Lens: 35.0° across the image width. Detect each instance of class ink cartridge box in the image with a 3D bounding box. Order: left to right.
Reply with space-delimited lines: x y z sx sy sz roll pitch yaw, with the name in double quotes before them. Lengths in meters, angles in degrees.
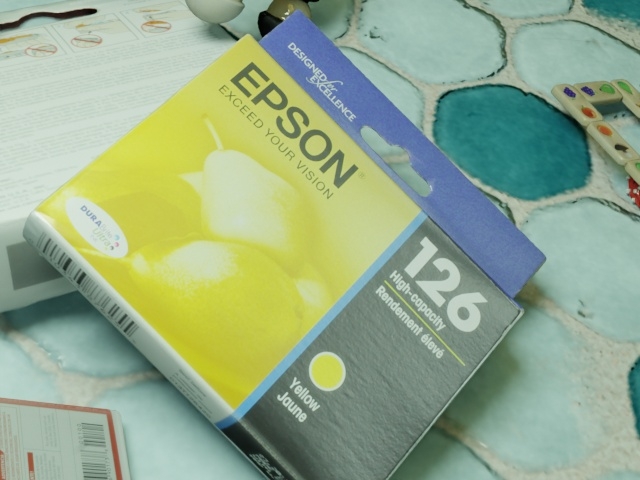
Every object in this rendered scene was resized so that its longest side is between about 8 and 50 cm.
"ink cartridge box" -0.206 -0.110 0.923 0.308 0.091 0.385 -17 39 -24
"ink cartridge box" 0.000 0.000 0.759 0.303 0.072 0.307 44 65 -1

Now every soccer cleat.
"soccer cleat" 0.325 -0.040 0.990 0.035 0.029 0.083 5 51 -21

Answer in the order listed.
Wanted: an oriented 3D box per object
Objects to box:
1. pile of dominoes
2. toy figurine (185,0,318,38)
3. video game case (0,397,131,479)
"pile of dominoes" 0.378 -0.093 1.015 0.196 0.040 0.251 -12 53 -35
"toy figurine" -0.097 -0.296 1.007 0.209 0.148 0.213 33 15 23
"video game case" -0.237 0.178 0.602 0.285 0.025 0.204 15 42 -36
